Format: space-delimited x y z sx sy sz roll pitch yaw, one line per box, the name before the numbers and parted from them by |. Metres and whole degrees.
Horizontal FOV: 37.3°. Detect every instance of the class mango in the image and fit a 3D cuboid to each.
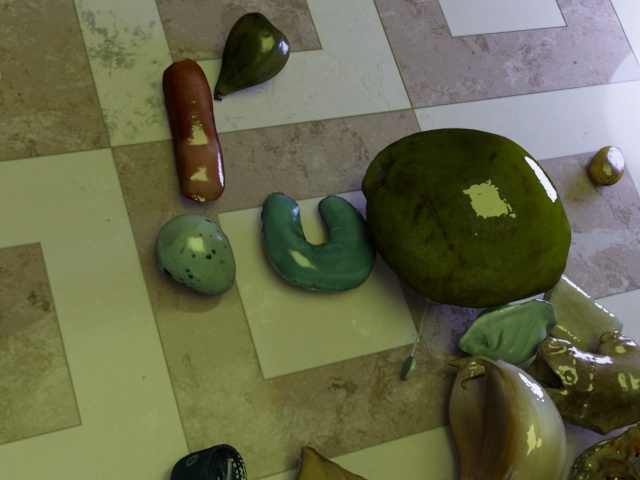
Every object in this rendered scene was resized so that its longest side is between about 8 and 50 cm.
mango | 0.654 -0.171 2.159 0.078 0.057 0.114 28 53 -3

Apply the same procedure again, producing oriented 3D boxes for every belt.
belt | -0.191 0.451 1.553 0.122 0.128 0.218 22 57 -45

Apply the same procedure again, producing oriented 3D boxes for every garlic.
garlic | 0.327 0.356 1.713 0.249 0.286 0.313 1 64 23

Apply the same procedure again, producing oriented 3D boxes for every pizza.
pizza | 0.559 0.470 1.799 0.296 0.071 0.189 -32 53 2

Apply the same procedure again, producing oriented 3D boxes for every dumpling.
dumpling | 0.366 0.169 1.867 0.219 0.108 0.153 -2 109 -30

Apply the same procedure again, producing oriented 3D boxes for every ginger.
ginger | 0.531 0.270 1.859 0.275 0.130 0.221 32 83 -14

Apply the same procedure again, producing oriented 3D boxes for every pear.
pear | 0.281 -0.047 1.813 0.413 0.352 0.352 22 63 -6

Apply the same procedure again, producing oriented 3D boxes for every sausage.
sausage | -0.244 -0.210 1.824 0.089 0.083 0.300 -1 72 -31

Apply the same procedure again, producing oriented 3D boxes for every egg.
egg | -0.223 0.030 1.707 0.131 0.131 0.164 -38 94 -29

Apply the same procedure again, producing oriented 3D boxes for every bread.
bread | 0.531 0.171 1.966 0.178 0.060 0.139 39 62 -2

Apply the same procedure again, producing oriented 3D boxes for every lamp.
lamp | 0.202 0.188 1.842 0.056 0.050 0.198 26 62 -10

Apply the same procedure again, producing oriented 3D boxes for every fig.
fig | -0.146 -0.366 1.927 0.133 0.185 0.126 41 22 5

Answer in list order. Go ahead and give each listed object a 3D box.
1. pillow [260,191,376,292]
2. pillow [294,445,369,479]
pillow | 0.000 0.000 1.828 0.233 0.086 0.214 -1 64 -23
pillow | 0.049 0.543 1.598 0.312 0.119 0.310 29 59 -4
